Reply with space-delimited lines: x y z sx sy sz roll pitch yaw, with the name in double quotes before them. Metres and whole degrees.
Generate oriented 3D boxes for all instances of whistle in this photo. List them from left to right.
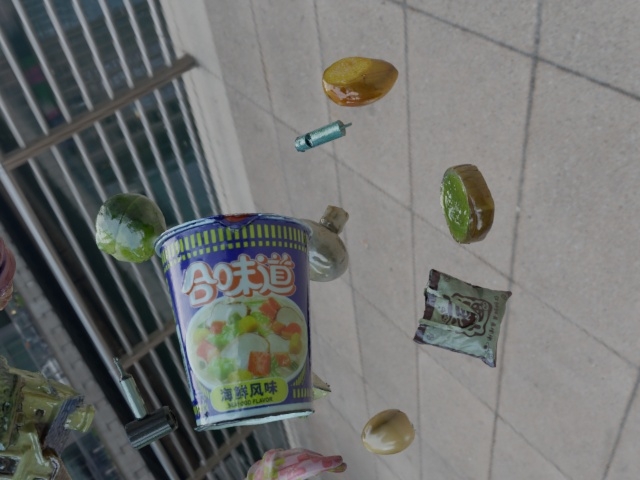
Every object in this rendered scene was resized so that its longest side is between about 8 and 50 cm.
"whistle" 0.004 -0.223 1.411 0.186 0.039 0.039 -7 112 59

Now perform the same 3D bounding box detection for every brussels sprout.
"brussels sprout" -0.375 -0.025 1.325 0.155 0.117 0.155 20 143 15

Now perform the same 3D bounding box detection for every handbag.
"handbag" 0.380 0.204 1.752 0.235 0.213 0.127 17 169 -3

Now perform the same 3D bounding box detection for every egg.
"egg" 0.122 0.352 1.208 0.080 0.096 0.080 162 90 -73

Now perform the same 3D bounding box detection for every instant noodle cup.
"instant noodle cup" -0.126 0.144 1.099 0.284 0.284 0.312 129 134 -67

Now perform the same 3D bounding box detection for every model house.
"model house" -0.669 0.455 1.493 0.266 0.321 0.261 24 176 -34

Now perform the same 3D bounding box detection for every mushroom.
"mushroom" -0.017 0.006 1.798 0.206 0.206 0.209 115 158 -64

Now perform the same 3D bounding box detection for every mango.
"mango" 0.113 -0.445 1.850 0.102 0.217 0.141 77 177 -62

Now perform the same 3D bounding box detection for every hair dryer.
"hair dryer" -0.387 0.332 1.398 0.198 0.100 0.057 62 173 4

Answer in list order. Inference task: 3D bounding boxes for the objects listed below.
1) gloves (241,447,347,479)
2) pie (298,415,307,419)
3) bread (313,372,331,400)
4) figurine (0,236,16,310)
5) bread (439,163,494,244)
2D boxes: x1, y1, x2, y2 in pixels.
"gloves" -0.064 0.492 1.369 0.126 0.241 0.145 49 -161 -4
"pie" -0.060 0.479 1.897 0.084 0.020 0.084 48 148 45
"bread" -0.165 0.355 2.027 0.345 0.242 0.405 27 143 -11
"figurine" -0.516 0.053 0.990 0.114 0.126 0.157 53 161 -2
"bread" 0.406 -0.102 1.851 0.236 0.070 0.236 170 90 -81
